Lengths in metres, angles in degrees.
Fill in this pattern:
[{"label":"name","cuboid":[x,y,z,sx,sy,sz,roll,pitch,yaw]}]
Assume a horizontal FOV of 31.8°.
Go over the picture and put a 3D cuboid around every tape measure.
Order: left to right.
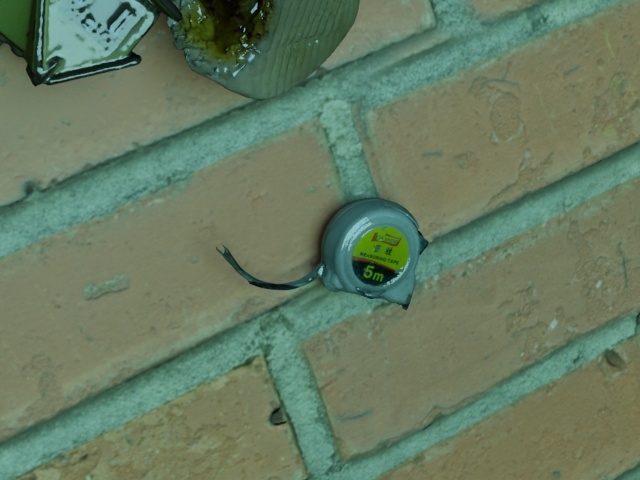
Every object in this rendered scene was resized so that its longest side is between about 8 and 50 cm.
[{"label":"tape measure","cuboid":[-0.001,0.001,1.587,0.330,0.084,0.164,14,95,-28]}]

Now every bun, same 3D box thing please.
[{"label":"bun","cuboid":[-0.078,-0.331,1.402,0.281,0.205,0.282,-37,153,-22]}]

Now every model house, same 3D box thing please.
[{"label":"model house","cuboid":[-0.332,-0.248,1.313,0.279,0.218,0.205,-47,116,-1]}]
